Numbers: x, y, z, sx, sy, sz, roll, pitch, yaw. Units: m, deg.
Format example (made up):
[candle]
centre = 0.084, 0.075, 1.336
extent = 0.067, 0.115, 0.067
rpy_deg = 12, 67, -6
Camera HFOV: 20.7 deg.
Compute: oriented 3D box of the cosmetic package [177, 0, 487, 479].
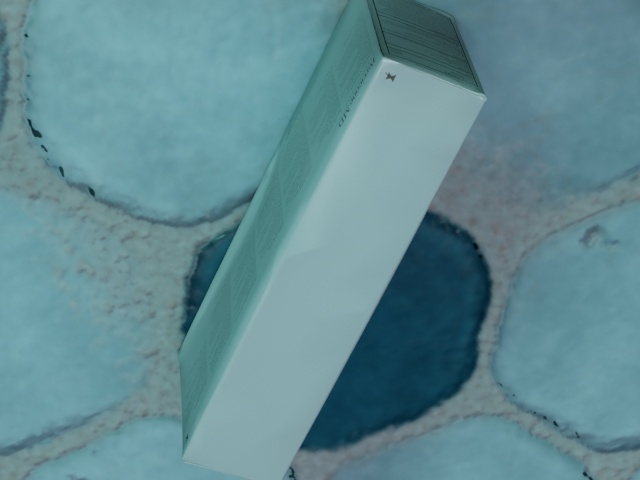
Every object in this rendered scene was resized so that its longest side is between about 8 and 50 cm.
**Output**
[cosmetic package]
centre = 0.000, 0.000, 0.874
extent = 0.060, 0.099, 0.239
rpy_deg = 20, 116, -14
